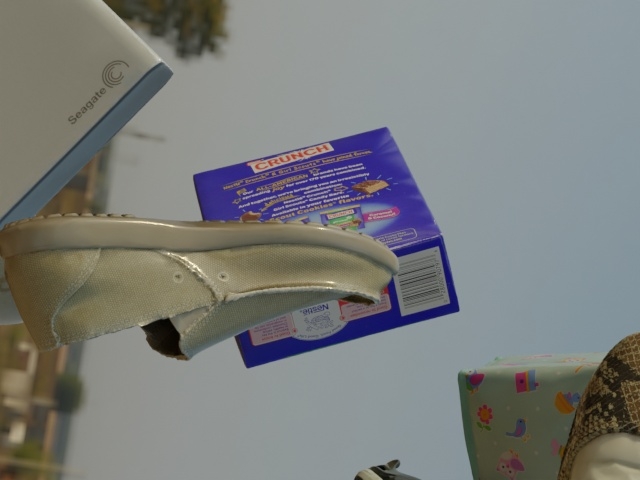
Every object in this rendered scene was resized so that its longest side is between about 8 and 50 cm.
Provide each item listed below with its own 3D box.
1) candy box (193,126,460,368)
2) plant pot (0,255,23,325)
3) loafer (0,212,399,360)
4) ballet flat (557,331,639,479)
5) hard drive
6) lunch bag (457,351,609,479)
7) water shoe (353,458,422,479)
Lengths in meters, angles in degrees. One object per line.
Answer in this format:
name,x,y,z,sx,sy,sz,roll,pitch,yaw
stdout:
candy box,0.000,0.000,2.241,0.317,0.268,0.122,-109,-175,-60
plant pot,-0.496,-0.016,2.338,0.284,0.191,0.284,34,-50,55
loafer,-0.077,0.032,1.181,0.102,0.268,0.092,178,-86,-68
ballet flat,0.294,0.334,1.860,0.182,0.164,0.483,-39,144,-61
hard drive,-0.343,-0.198,1.797,0.233,0.353,0.047,-45,160,-1
lunch bag,0.304,0.274,2.247,0.160,0.223,0.262,-12,95,-58
water shoe,0.127,0.337,2.300,0.203,0.080,0.073,36,-41,40
